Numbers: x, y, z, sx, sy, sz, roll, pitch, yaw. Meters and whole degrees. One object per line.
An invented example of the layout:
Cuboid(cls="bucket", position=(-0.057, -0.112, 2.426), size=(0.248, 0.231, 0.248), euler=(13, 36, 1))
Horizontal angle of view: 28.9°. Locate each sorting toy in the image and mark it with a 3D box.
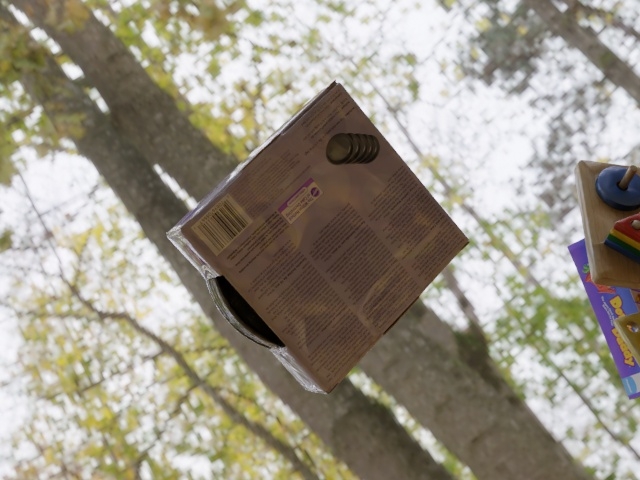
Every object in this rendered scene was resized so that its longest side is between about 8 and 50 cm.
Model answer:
Cuboid(cls="sorting toy", position=(0.301, -0.013, 1.089), size=(0.132, 0.274, 0.046), euler=(7, -37, -9))

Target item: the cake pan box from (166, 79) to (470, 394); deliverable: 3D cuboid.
Cuboid(cls="cake pan box", position=(0.000, 0.000, 1.373), size=(0.267, 0.245, 0.070), euler=(-46, 11, -19))

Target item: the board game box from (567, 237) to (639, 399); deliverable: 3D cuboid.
Cuboid(cls="board game box", position=(0.541, 0.073, 1.815), size=(0.347, 0.233, 0.078), euler=(-13, -12, -38))
